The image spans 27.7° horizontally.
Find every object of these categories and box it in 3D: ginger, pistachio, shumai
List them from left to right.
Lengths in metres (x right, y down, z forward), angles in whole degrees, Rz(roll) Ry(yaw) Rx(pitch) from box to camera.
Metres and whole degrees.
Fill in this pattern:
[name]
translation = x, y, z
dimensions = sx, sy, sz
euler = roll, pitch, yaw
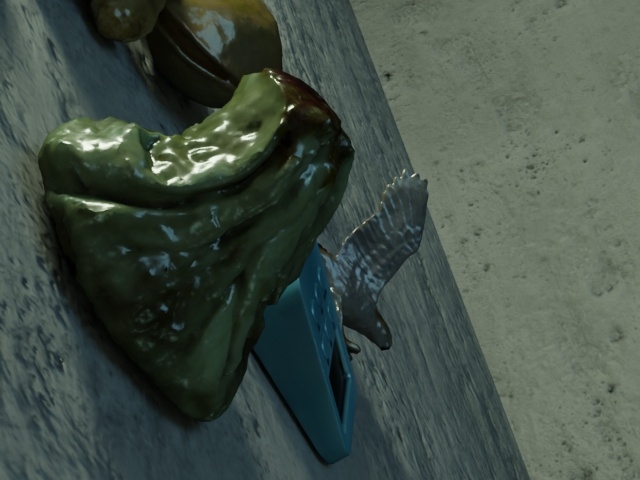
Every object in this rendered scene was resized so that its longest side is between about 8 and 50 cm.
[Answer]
[ginger]
translation = -0.254, -0.349, 1.531
dimensions = 0.276, 0.130, 0.221
euler = -1, 96, -62
[pistachio]
translation = -0.138, -0.254, 1.730
dimensions = 0.213, 0.163, 0.260
euler = 38, 18, 1
[shumai]
translation = -0.075, -0.018, 1.219
dimensions = 0.304, 0.263, 0.309
euler = 63, 12, 12

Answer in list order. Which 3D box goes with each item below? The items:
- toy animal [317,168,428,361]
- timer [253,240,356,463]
[toy animal]
translation = 0.004, 0.020, 1.811
dimensions = 0.284, 0.225, 0.302
euler = 27, 45, -38
[timer]
translation = -0.007, 0.126, 1.614
dimensions = 0.250, 0.091, 0.232
euler = 63, 11, -16
